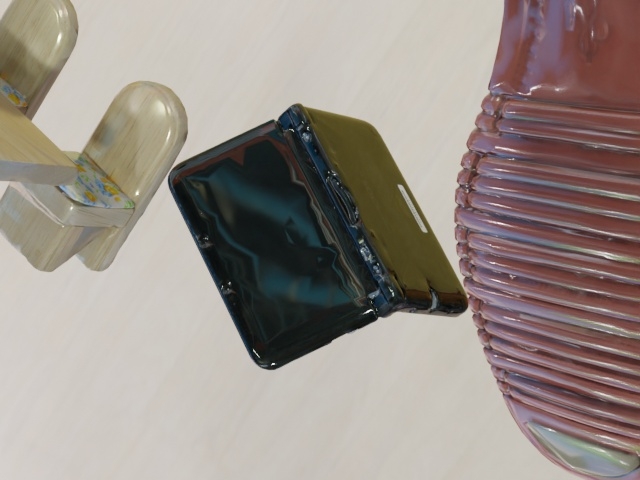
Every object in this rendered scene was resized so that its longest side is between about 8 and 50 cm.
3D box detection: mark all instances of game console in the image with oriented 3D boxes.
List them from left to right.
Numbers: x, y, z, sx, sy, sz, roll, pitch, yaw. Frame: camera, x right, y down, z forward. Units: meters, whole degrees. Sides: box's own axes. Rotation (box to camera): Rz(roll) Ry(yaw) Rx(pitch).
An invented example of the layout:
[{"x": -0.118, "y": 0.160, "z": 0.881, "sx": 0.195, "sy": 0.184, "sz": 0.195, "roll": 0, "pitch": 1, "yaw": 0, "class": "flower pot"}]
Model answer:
[{"x": 0.000, "y": 0.000, "z": 0.946, "sx": 0.071, "sy": 0.107, "sz": 0.122, "roll": -39, "pitch": 65, "yaw": 27, "class": "game console"}]

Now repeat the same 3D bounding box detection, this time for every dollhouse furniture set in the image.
[{"x": -0.308, "y": -0.190, "z": 1.284, "sx": 0.394, "sy": 0.362, "sz": 0.256, "roll": 42, "pitch": 109, "yaw": 25, "class": "dollhouse furniture set"}]

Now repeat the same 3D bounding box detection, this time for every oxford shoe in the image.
[{"x": 0.137, "y": -0.065, "z": 0.770, "sx": 0.123, "sy": 0.130, "sz": 0.348, "roll": 17, "pitch": 120, "yaw": 33, "class": "oxford shoe"}]
